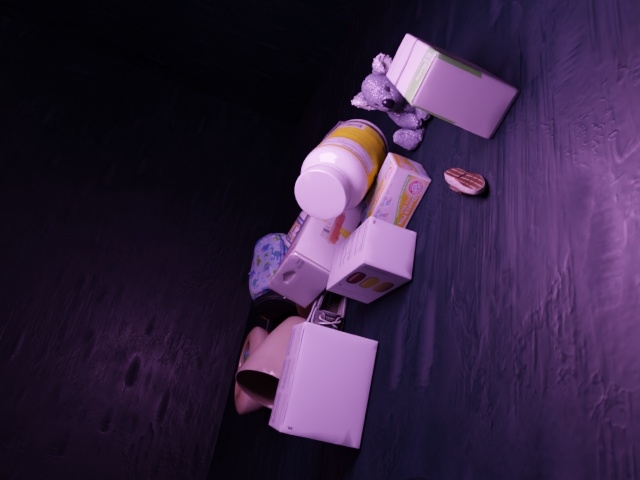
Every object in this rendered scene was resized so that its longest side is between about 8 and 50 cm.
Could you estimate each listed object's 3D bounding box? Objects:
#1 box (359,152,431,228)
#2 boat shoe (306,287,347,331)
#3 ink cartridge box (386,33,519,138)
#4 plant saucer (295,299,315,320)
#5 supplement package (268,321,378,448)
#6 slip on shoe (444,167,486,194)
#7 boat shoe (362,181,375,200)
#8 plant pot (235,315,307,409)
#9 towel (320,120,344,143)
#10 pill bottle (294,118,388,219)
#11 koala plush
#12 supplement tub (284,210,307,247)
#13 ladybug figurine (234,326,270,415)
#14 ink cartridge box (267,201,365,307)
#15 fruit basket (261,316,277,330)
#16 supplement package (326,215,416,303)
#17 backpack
[{"bbox_3d":[0.197,-0.115,1.244,0.114,0.103,0.203,-96,28,-61],"label":"box"},{"bbox_3d":[0.013,0.254,1.458,0.119,0.121,0.335,119,165,-52],"label":"boat shoe"},{"bbox_3d":[0.279,-0.352,1.024,0.273,0.198,0.115,-97,28,-58],"label":"ink cartridge box"},{"bbox_3d":[-0.051,0.191,1.777,0.278,0.041,0.278,180,90,-70],"label":"plant saucer"},{"bbox_3d":[0.008,0.364,1.171,0.145,0.203,0.262,140,146,-68],"label":"supplement package"},{"bbox_3d":[0.305,-0.115,0.968,0.135,0.051,0.041,-126,15,-64],"label":"slip on shoe"},{"bbox_3d":[0.098,-0.165,1.455,0.070,0.219,0.078,-100,12,-54],"label":"boat shoe"},{"bbox_3d":[-0.117,0.407,1.591,0.256,0.256,0.274,-56,5,49],"label":"plant pot"},{"bbox_3d":[0.047,-0.327,1.889,0.235,0.121,0.284,-60,-2,38],"label":"towel"},{"bbox_3d":[0.060,-0.197,1.275,0.188,0.187,0.334,-60,-4,40],"label":"pill bottle"},{"bbox_3d":[0.211,-0.408,1.304,0.196,0.221,0.203,121,161,-44],"label":"koala plush"},{"bbox_3d":[-0.050,-0.042,1.989,0.200,0.144,0.144,-58,18,16],"label":"supplement tub"},{"bbox_3d":[-0.278,0.586,2.087,0.450,0.161,0.305,-93,24,-54],"label":"ladybug figurine"},{"bbox_3d":[0.000,0.000,1.564,0.279,0.160,0.385,-52,9,53],"label":"ink cartridge box"},{"bbox_3d":[-0.240,0.320,2.381,0.353,0.165,0.327,100,177,-49],"label":"fruit basket"},{"bbox_3d":[0.129,0.059,1.216,0.244,0.138,0.134,133,153,-61],"label":"supplement package"},{"bbox_3d":[-0.189,0.141,2.094,0.290,0.273,0.356,-23,37,45],"label":"backpack"}]
